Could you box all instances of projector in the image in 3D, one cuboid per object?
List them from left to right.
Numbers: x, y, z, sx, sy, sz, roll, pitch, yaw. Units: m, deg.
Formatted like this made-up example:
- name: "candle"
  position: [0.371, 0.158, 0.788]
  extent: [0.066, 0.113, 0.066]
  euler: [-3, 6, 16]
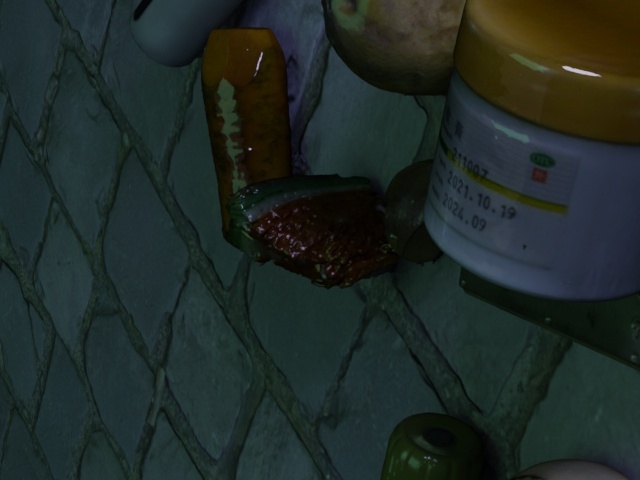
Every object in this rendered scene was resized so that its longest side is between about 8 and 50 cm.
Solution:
- name: "projector"
  position: [-0.123, -0.354, 2.195]
  extent: [0.337, 0.108, 0.108]
  euler: [-44, 59, 44]

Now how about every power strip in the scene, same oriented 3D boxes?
- name: "power strip"
  position: [0.265, 0.053, 1.731]
  extent: [0.387, 0.066, 0.092]
  euler: [25, 117, 57]

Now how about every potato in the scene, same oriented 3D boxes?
- name: "potato"
  position: [0.112, -0.049, 1.931]
  extent: [0.172, 0.089, 0.100]
  euler: [-52, 51, 52]
- name: "potato"
  position: [0.111, -0.245, 1.727]
  extent: [0.229, 0.266, 0.229]
  euler: [14, 107, 54]

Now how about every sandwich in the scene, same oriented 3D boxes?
- name: "sandwich"
  position: [-0.009, 0.001, 2.056]
  extent: [0.109, 0.185, 0.160]
  euler: [108, 144, -48]

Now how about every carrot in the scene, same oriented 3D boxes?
- name: "carrot"
  position: [-0.090, -0.124, 2.232]
  extent: [0.114, 0.114, 0.302]
  euler: [6, 102, 58]

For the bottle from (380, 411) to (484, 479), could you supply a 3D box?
- name: "bottle"
  position: [0.114, 0.330, 1.993]
  extent: [0.112, 0.112, 0.260]
  euler: [43, 132, 46]

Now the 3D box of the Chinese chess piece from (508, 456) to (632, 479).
- name: "Chinese chess piece"
  position: [0.263, 0.347, 1.764]
  extent: [0.251, 0.097, 0.251]
  euler: [20, 114, 57]

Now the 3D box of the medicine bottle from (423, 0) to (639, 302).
- name: "medicine bottle"
  position: [0.226, -0.097, 1.585]
  extent: [0.238, 0.238, 0.232]
  euler: [45, 133, 45]
